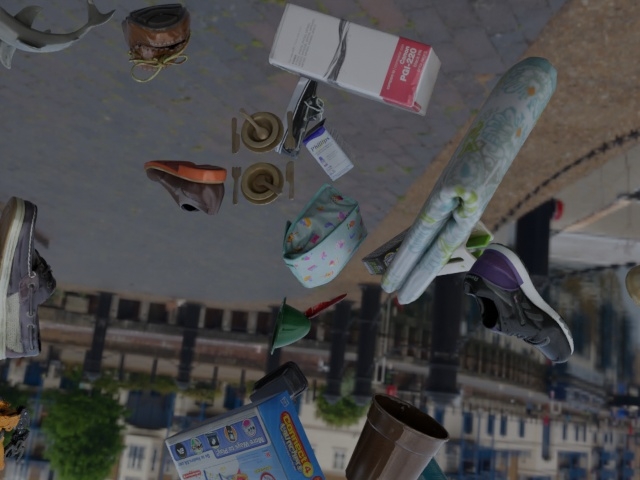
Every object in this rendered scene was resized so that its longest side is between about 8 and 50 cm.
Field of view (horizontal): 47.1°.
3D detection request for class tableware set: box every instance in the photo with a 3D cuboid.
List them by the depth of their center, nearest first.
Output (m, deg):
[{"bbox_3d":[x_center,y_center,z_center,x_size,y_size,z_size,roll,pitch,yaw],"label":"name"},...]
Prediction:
[{"bbox_3d":[-0.115,-0.165,1.420,0.128,0.194,0.039,-5,163,11],"label":"tableware set"}]

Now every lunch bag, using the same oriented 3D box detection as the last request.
[{"bbox_3d":[0.000,0.000,2.148,0.160,0.262,0.223,35,168,25],"label":"lunch bag"}]

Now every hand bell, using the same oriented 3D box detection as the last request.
[{"bbox_3d":[0.668,0.027,1.327,0.126,0.126,0.242,7,142,-5],"label":"hand bell"}]

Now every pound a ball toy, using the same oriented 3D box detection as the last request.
[{"bbox_3d":[0.392,-0.010,2.343,0.136,0.208,0.319,42,150,-24],"label":"pound a ball toy"}]

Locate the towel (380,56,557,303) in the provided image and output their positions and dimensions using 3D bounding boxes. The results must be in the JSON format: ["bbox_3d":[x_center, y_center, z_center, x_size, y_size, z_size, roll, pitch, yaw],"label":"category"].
[{"bbox_3d":[0.239,-0.086,1.217,0.090,0.320,0.374,30,150,5],"label":"towel"}]

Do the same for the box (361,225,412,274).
[{"bbox_3d":[0.239,0.017,2.098,0.216,0.060,0.270,-33,-179,-7],"label":"box"}]

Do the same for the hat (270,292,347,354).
[{"bbox_3d":[-0.040,0.267,2.209,0.184,0.173,0.208,14,133,-6],"label":"hat"}]

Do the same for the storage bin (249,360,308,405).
[{"bbox_3d":[-0.105,0.371,1.783,0.135,0.098,0.091,-34,177,11],"label":"storage bin"}]

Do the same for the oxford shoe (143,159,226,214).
[{"bbox_3d":[-0.282,-0.108,1.468,0.097,0.098,0.271,-4,-168,-35],"label":"oxford shoe"}]

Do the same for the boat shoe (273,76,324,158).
[{"bbox_3d":[-0.043,-0.396,2.222,0.105,0.306,0.113,23,174,2],"label":"boat shoe"}]

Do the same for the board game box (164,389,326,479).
[{"bbox_3d":[-0.128,0.474,1.403,0.308,0.302,0.086,-28,174,40],"label":"board game box"}]

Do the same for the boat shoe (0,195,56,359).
[{"bbox_3d":[-0.453,0.063,1.123,0.092,0.285,0.103,5,-153,-26],"label":"boat shoe"}]

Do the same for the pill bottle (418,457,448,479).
[{"bbox_3d":[0.220,0.567,1.677,0.146,0.146,0.264,15,-156,-34],"label":"pill bottle"}]

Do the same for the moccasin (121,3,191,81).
[{"bbox_3d":[-0.355,-0.422,1.575,0.139,0.147,0.380,-18,-163,-23],"label":"moccasin"}]

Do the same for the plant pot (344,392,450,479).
[{"bbox_3d":[0.137,0.407,1.414,0.167,0.165,0.167,26,-174,-3],"label":"plant pot"}]

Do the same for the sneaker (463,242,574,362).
[{"bbox_3d":[0.367,0.149,1.406,0.283,0.124,0.107,51,157,-14],"label":"sneaker"}]

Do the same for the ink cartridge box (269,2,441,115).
[{"bbox_3d":[0.055,-0.260,1.070,0.218,0.092,0.158,19,-171,12],"label":"ink cartridge box"}]

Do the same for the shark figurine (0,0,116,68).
[{"bbox_3d":[-0.585,-0.436,1.568,0.278,0.166,0.116,-7,-150,-29],"label":"shark figurine"}]

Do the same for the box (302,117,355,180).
[{"bbox_3d":[0.024,-0.243,1.955,0.072,0.137,0.126,-35,-168,14],"label":"box"}]

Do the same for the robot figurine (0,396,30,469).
[{"bbox_3d":[-0.732,0.453,1.525,0.085,0.291,0.211,23,179,34],"label":"robot figurine"}]
